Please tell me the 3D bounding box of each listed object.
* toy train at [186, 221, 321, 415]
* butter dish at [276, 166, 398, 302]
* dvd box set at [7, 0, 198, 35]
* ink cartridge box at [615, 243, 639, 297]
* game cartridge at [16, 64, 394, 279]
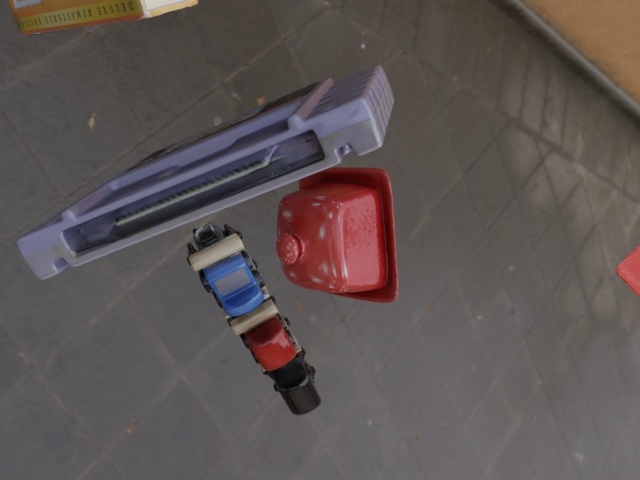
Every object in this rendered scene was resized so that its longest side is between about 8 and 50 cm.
[{"bbox_3d":[-0.028,0.046,0.359,0.027,0.036,0.158,-26,140,-3],"label":"toy train"},{"bbox_3d":[0.000,0.000,0.845,0.118,0.160,0.160,-15,104,-41],"label":"butter dish"},{"bbox_3d":[-0.255,-0.394,0.613,0.062,0.307,0.420,-28,116,-32],"label":"dvd box set"},{"bbox_3d":[0.448,0.048,0.462,0.308,0.385,0.091,-43,164,2],"label":"ink cartridge box"},{"bbox_3d":[-0.102,-0.080,0.735,0.230,0.355,0.068,-75,143,-65],"label":"game cartridge"}]
